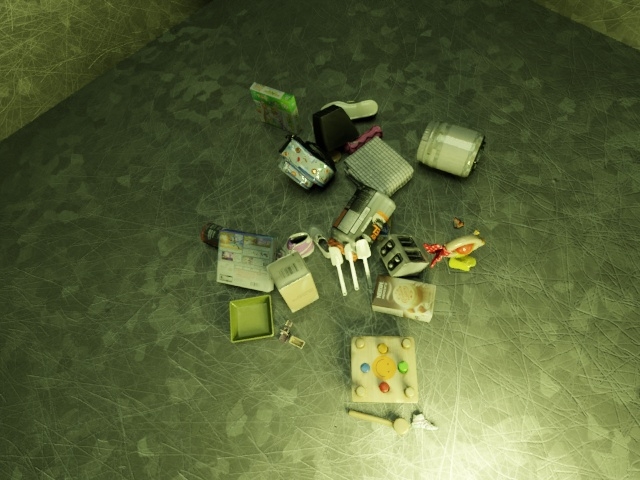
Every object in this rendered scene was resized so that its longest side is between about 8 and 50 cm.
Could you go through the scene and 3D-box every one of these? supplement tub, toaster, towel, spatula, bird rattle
[{"bbox_3d":[-0.463,-0.010,1.963,0.198,0.106,0.105,19,69,15],"label":"supplement tub"},{"bbox_3d":[0.177,-0.077,1.839,0.194,0.194,0.315,34,91,20],"label":"supplement tub"},{"bbox_3d":[0.365,0.069,1.781,0.186,0.110,0.167,3,50,-33],"label":"toaster"},{"bbox_3d":[0.279,-0.342,2.020,0.235,0.121,0.283,-40,68,-10],"label":"towel"},{"bbox_3d":[0.143,0.121,1.778,0.169,0.241,0.019,-15,20,-1],"label":"spatula"},{"bbox_3d":[0.572,0.026,1.735,0.207,0.254,0.142,-38,48,37],"label":"bird rattle"}]

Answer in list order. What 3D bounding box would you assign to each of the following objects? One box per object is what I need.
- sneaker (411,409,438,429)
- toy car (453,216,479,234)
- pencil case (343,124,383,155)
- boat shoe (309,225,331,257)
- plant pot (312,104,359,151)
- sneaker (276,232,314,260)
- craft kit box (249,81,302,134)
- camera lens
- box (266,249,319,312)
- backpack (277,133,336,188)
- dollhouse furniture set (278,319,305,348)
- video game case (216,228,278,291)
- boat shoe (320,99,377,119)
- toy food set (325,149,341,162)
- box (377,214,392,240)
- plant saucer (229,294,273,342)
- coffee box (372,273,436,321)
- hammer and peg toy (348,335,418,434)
[{"bbox_3d":[0.397,0.680,1.559,0.099,0.038,0.069,5,66,9],"label":"sneaker"},{"bbox_3d":[0.656,-0.056,1.868,0.122,0.060,0.040,43,108,29],"label":"toy car"},{"bbox_3d":[0.224,-0.520,2.120,0.209,0.098,0.095,-35,66,-10],"label":"pencil case"},{"bbox_3d":[0.000,0.000,1.920,0.066,0.063,0.184,-24,64,-4],"label":"boat shoe"},{"bbox_3d":[0.059,-0.585,2.093,0.188,0.166,0.187,-29,30,-5],"label":"plant pot"},{"bbox_3d":[-0.164,0.055,1.864,0.282,0.161,0.102,-36,67,-9],"label":"sneaker"},{"bbox_3d":[-0.232,-0.698,2.181,0.247,0.249,0.060,22,70,18],"label":"craft kit box"},{"bbox_3d":[0.626,-0.438,1.961,0.275,0.219,0.219,22,70,17],"label":"camera lens"},{"bbox_3d":[-0.108,0.178,1.712,0.148,0.311,0.121,-29,64,-6],"label":"box"},{"bbox_3d":[-0.061,-0.368,2.004,0.264,0.277,0.213,34,104,13],"label":"backpack"},{"bbox_3d":[-0.116,0.396,1.737,0.115,0.081,0.090,22,70,17],"label":"dollhouse furniture set"},{"bbox_3d":[-0.332,0.086,1.846,0.270,0.061,0.243,9,101,17],"label":"video game case"},{"bbox_3d":[0.155,-0.697,2.218,0.306,0.091,0.109,-3,101,8],"label":"boat shoe"},{"bbox_3d":[0.066,-0.440,2.145,0.084,0.020,0.082,12,67,12],"label":"toy food set"},{"bbox_3d":[0.303,-0.082,1.925,0.059,0.054,0.168,6,65,10],"label":"box"},{"bbox_3d":[-0.300,0.347,1.805,0.189,0.045,0.188,-10,64,3],"label":"plant saucer"},{"bbox_3d":[0.351,0.244,1.738,0.247,0.098,0.141,9,66,12],"label":"coffee box"},{"bbox_3d":[0.240,0.552,1.590,0.267,0.127,0.360,-1,65,7],"label":"hammer and peg toy"}]
